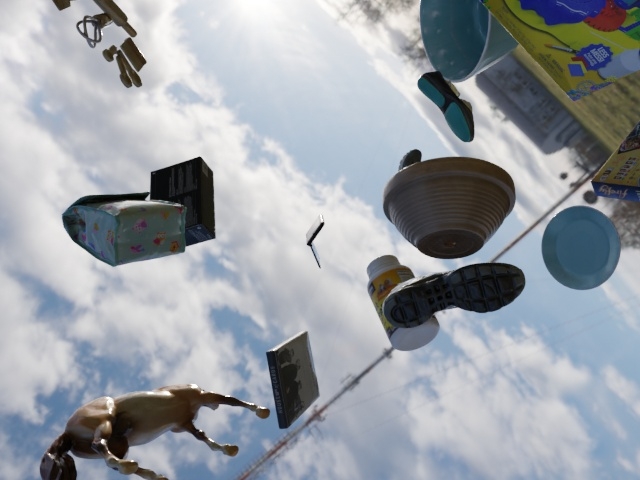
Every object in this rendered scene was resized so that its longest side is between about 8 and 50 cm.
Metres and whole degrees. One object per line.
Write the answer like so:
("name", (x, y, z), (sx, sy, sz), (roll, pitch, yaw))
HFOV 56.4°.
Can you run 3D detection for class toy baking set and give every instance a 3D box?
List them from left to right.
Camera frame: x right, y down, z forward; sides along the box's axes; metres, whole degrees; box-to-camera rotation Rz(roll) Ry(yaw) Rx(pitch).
("toy baking set", (-0.390, -0.389, 1.089), (0.256, 0.030, 0.196), (50, -161, -55))

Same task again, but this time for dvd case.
("dvd case", (-0.062, 0.329, 1.450), (0.239, 0.030, 0.179), (-8, -92, -73))

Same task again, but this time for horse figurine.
("horse figurine", (-0.185, 0.202, 0.639), (0.175, 0.066, 0.263), (8, -168, 39))

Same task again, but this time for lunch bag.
("lunch bag", (-0.513, -0.042, 1.557), (0.262, 0.160, 0.223), (17, -162, 38))

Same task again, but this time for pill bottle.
("pill bottle", (0.180, 0.138, 1.374), (0.117, 0.117, 0.214), (19, -145, -40))

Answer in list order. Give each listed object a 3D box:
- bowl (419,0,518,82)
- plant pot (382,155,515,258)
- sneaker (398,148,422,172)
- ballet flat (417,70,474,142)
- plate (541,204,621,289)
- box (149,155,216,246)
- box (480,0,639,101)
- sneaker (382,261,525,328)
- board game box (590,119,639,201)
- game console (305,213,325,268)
("bowl", (0.390, -0.555, 1.468), (0.163, 0.311, 0.311), (-13, -129, -17))
("plant pot", (0.231, -0.040, 1.072), (0.237, 0.237, 0.109), (24, -125, -34))
("sneaker", (0.231, -0.152, 1.519), (0.065, 0.166, 0.076), (24, 177, -44))
("ballet flat", (0.309, -0.318, 1.387), (0.203, 0.074, 0.074), (55, -152, 17))
("plate", (0.577, 0.016, 1.323), (0.024, 0.188, 0.188), (-1, -133, -36))
("box", (-0.434, -0.114, 1.878), (0.103, 0.185, 0.261), (59, -159, -58))
("box", (0.350, -0.370, 0.711), (0.290, 0.279, 0.176), (32, -126, -28))
("sneaker", (0.248, 0.086, 1.135), (0.106, 0.268, 0.101), (-63, -43, -68))
("board game box", (0.653, -0.168, 1.128), (0.165, 0.243, 0.042), (20, 151, 55))
("game console", (0.000, 0.000, 1.580), (0.071, 0.107, 0.122), (33, -170, -10))
